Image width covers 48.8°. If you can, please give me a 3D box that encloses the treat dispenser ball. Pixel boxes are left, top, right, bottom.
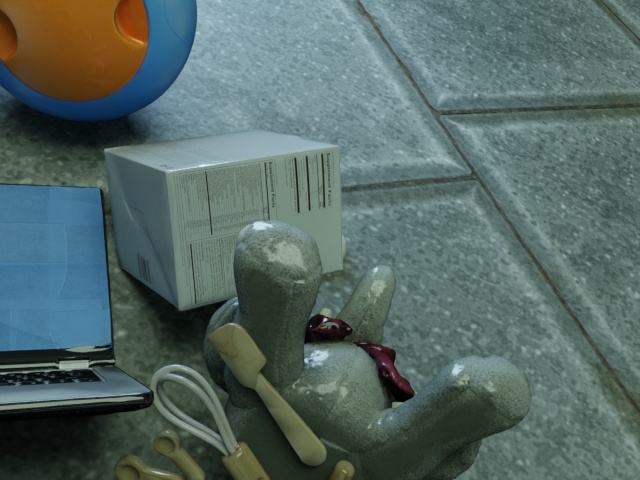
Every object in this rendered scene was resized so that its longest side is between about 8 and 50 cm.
[{"bbox_3d":[-0.306,-0.299,0.911,0.288,0.288,0.288,12,47,-13],"label":"treat dispenser ball"}]

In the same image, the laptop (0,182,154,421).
[{"bbox_3d":[-0.376,0.027,0.642,0.382,0.408,0.236,0,85,-23],"label":"laptop"}]

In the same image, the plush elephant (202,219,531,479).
[{"bbox_3d":[0.019,0.137,0.709,0.272,0.330,0.255,26,23,1],"label":"plush elephant"}]

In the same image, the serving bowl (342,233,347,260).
[{"bbox_3d":[0.000,0.000,0.962,0.083,0.027,0.083,13,47,-14],"label":"serving bowl"}]

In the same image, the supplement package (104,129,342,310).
[{"bbox_3d":[-0.111,-0.036,0.807,0.203,0.149,0.194,-13,20,-31],"label":"supplement package"}]

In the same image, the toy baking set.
[{"bbox_3d":[-0.073,0.201,0.594,0.196,0.256,0.030,28,24,1],"label":"toy baking set"}]
